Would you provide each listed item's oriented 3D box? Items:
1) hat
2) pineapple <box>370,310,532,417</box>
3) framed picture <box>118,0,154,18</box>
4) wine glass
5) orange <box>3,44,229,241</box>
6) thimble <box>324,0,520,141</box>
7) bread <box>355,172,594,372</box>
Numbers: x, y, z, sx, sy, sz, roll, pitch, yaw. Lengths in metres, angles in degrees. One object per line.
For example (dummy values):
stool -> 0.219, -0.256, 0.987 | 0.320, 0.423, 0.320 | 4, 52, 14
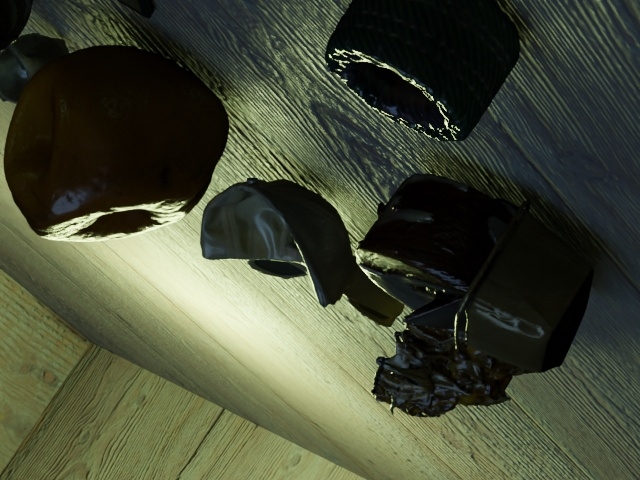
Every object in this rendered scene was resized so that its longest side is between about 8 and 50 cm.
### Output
hat -> 0.000, 0.000, 2.212 | 0.226, 0.164, 0.219 | -9, -157, -43
pineapple -> 0.148, 0.131, 2.125 | 0.161, 0.158, 0.334 | 32, 167, 5
framed picture -> -0.308, -0.338, 1.830 | 0.347, 0.016, 0.265 | 32, 168, 8
wine glass -> -0.337, -0.215, 2.156 | 0.122, 0.122, 0.183 | 29, 170, 20
orange -> -0.207, -0.106, 2.075 | 0.249, 0.249, 0.183 | 90, 167, -81
thimble -> 0.075, -0.137, 1.445 | 0.118, 0.090, 0.135 | 40, 167, -25
bread -> 0.138, 0.034, 1.823 | 0.212, 0.142, 0.224 | 28, 168, 11
